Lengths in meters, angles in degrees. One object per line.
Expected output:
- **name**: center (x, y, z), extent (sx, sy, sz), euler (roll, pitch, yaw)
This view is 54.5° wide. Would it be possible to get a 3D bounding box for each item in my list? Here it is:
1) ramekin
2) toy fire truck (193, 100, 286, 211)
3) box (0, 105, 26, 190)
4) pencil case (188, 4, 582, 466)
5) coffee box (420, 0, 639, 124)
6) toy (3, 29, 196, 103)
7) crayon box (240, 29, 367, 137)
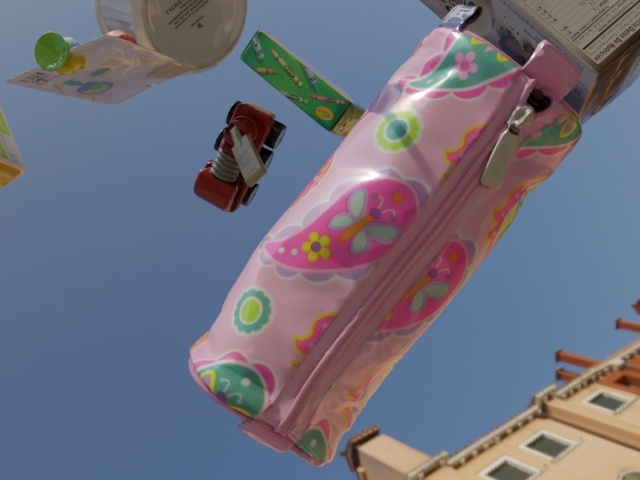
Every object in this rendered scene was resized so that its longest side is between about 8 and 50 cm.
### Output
- **ramekin**: center (-0.252, -0.421, 1.106), extent (0.273, 0.127, 0.272), euler (-26, -48, -33)
- **toy fire truck**: center (-0.165, -0.147, 1.224), extent (0.159, 0.246, 0.217), euler (29, -71, 2)
- **box**: center (-0.656, -0.195, 1.159), extent (0.103, 0.203, 0.114), euler (-34, -19, 9)
- **pencil case**: center (0.041, 0.000, 0.396), extent (0.124, 0.124, 0.284), euler (38, -88, -35)
- **coffee box**: center (0.256, -0.293, 0.762), extent (0.119, 0.297, 0.168), euler (-41, -17, 0)
- **toy**: center (-0.270, -0.228, 0.783), extent (0.237, 0.137, 0.056), euler (-40, -70, -75)
- **crayon box**: center (-0.030, -0.348, 1.405), extent (0.081, 0.278, 0.165), euler (-52, -14, 15)
